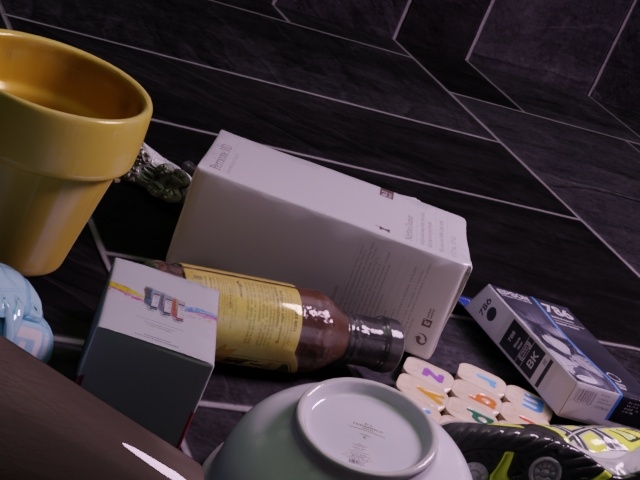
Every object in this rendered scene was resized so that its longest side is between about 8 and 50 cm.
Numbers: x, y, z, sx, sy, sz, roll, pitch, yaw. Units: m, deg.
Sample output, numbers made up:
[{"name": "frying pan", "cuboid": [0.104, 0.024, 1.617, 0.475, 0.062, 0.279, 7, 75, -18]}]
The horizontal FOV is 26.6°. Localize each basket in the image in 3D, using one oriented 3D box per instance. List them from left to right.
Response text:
[{"name": "basket", "cuboid": [-0.228, 0.208, 1.153, 0.227, 0.204, 0.154, 27, -3, -18]}]

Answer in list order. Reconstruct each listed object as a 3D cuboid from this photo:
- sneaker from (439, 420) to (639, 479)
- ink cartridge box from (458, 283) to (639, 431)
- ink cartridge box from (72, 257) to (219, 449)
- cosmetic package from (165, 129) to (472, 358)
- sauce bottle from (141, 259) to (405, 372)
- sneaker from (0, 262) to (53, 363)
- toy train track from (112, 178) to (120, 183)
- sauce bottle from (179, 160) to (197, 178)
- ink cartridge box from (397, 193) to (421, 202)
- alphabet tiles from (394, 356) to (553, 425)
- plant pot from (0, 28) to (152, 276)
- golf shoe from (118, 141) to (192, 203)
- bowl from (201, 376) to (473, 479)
[{"name": "sneaker", "cuboid": [0.278, 0.277, 1.551, 0.384, 0.145, 0.147, 13, 10, -16]}, {"name": "ink cartridge box", "cuboid": [0.332, 0.153, 1.956, 0.165, 0.065, 0.333, 17, 19, -31]}, {"name": "ink cartridge box", "cuboid": [-0.188, 0.123, 1.439, 0.127, 0.128, 0.176, 19, 21, -9]}, {"name": "cosmetic package", "cuboid": [0.000, 0.000, 1.867, 0.385, 0.156, 0.217, 21, 18, -4]}, {"name": "sauce bottle", "cuboid": [-0.058, 0.103, 1.641, 0.344, 0.111, 0.111, 12, 24, -25]}, {"name": "sneaker", "cuboid": [-0.328, 0.074, 1.308, 0.150, 0.135, 0.366, 22, 4, -7]}, {"name": "toy train track", "cuboid": [-0.323, -0.099, 1.987, 0.048, 0.014, 0.083, -11, 33, -44]}, {"name": "sauce bottle", "cuboid": [-0.161, -0.082, 2.068, 0.128, 0.042, 0.042, 34, 24, 21]}, {"name": "ink cartridge box", "cuboid": [0.082, -0.022, 2.117, 0.190, 0.082, 0.139, 13, 24, -27]}, {"name": "alphabet tiles", "cuboid": [0.219, 0.242, 1.716, 0.278, 0.021, 0.284, 25, 21, 5]}, {"name": "plant pot", "cuboid": [-0.358, -0.098, 1.635, 0.254, 0.239, 0.254, 21, 22, -9]}, {"name": "golf shoe", "cuboid": [-0.253, -0.103, 2.024, 0.176, 0.069, 0.086, 37, 5, 25]}, {"name": "bowl", "cuboid": [0.030, 0.228, 1.325, 0.298, 0.134, 0.298, 11, 31, -6]}]
